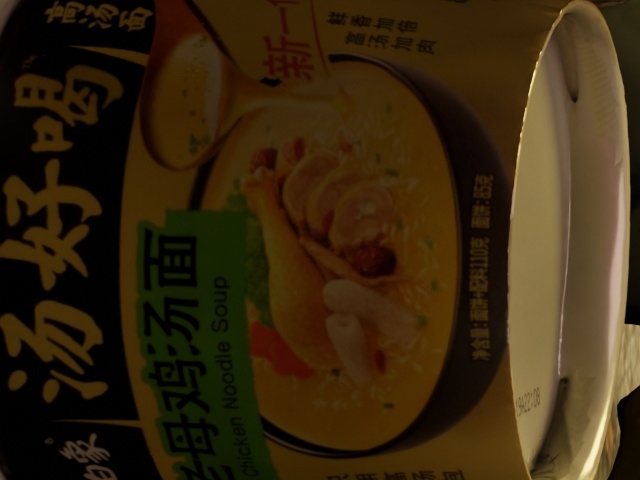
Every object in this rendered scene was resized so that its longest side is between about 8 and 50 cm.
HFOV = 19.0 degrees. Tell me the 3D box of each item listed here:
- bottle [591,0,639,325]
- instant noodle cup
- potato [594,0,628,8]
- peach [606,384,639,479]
[{"bbox_3d":[0.136,-0.104,0.747,0.347,0.168,0.168,-59,143,-48],"label":"bottle"},{"bbox_3d":[0.000,0.000,0.431,0.151,0.122,0.151,1,90,-67],"label":"instant noodle cup"},{"bbox_3d":[0.051,-0.223,0.449,0.229,0.229,0.266,65,35,-48],"label":"potato"},{"bbox_3d":[0.257,0.070,0.770,0.416,0.353,0.339,72,35,-42],"label":"peach"}]
